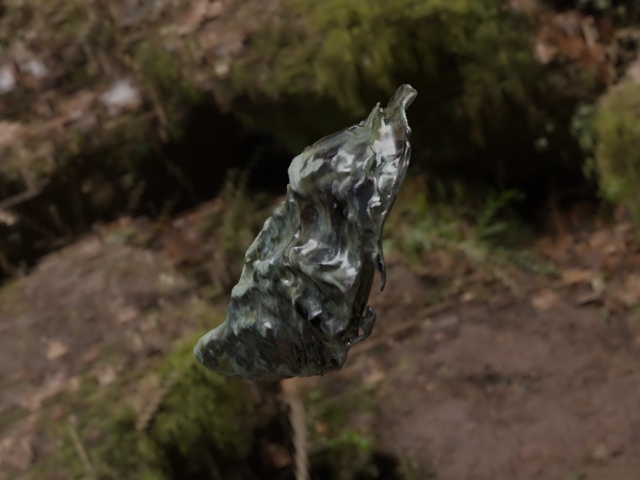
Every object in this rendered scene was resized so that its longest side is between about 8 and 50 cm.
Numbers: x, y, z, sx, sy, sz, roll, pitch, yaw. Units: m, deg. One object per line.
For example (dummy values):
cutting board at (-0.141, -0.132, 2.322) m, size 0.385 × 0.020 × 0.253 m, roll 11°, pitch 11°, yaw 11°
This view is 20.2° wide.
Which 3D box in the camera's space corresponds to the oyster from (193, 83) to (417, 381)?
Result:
oyster at (0.003, 0.001, 1.141) m, size 0.087 × 0.199 × 0.252 m, roll 10°, pitch -2°, yaw -19°
